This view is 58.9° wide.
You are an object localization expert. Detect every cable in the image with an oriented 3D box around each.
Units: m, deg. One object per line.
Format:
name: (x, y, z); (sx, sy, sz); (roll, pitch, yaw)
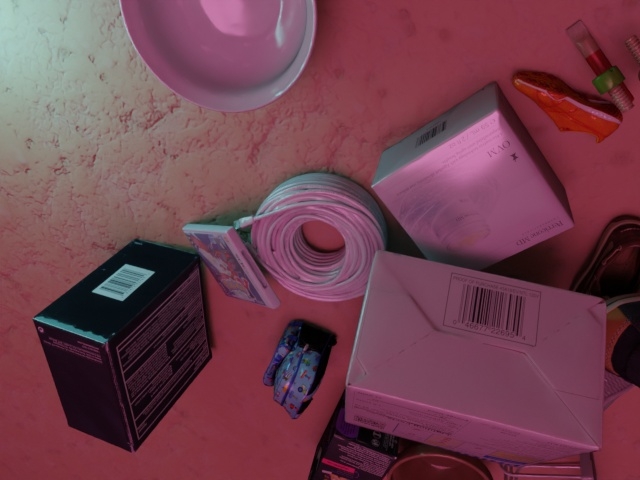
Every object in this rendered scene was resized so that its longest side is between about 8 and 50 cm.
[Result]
cable: (0.000, 0.000, 1.063); (0.257, 0.089, 0.257); (-28, 111, 28)

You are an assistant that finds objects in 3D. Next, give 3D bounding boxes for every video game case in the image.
video game case: (-0.180, 0.048, 1.121); (0.201, 0.023, 0.184); (5, 130, 54)

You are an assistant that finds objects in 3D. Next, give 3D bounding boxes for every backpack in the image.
backpack: (-0.053, 0.279, 1.201); (0.116, 0.173, 0.158); (25, 125, -1)

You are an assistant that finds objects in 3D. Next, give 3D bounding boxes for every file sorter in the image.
file sorter: (0.482, 0.500, 1.181); (0.173, 0.193, 0.278); (-8, 119, 24)

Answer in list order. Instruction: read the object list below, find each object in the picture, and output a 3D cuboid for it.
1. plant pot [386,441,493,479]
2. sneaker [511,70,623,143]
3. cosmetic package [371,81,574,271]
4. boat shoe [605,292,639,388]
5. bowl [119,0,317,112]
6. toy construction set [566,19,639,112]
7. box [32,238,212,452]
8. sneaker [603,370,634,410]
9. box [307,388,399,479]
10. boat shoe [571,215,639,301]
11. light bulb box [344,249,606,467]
plant pot: (0.277, 0.527, 1.303); (0.237, 0.110, 0.238); (8, 123, 12)
sneaker: (0.362, -0.198, 0.853); (0.175, 0.064, 0.067); (28, 135, 0)
cosmetic package: (0.242, -0.085, 0.912); (0.224, 0.138, 0.225); (-31, 110, 30)
boat shoe: (0.680, 0.158, 0.880); (0.499, 0.156, 0.187); (-4, 114, -3)
bowl: (-0.135, -0.354, 0.850); (0.297, 0.134, 0.298); (7, 122, 11)
toy construction set: (0.430, -0.332, 0.691); (0.237, 0.257, 0.309); (55, 144, 1)
box: (-0.383, 0.206, 1.163); (0.182, 0.296, 0.294); (13, 124, 19)
sneaker: (0.499, 0.281, 1.083); (0.256, 0.151, 0.094); (-44, 78, -9)
box: (0.074, 0.485, 1.300); (0.143, 0.165, 0.270); (21, 125, 2)
boat shoe: (0.492, 0.088, 0.973); (0.095, 0.095, 0.258); (7, 123, 12)
light bulb box: (0.232, 0.220, 0.966); (0.357, 0.225, 0.361); (13, 156, 7)
